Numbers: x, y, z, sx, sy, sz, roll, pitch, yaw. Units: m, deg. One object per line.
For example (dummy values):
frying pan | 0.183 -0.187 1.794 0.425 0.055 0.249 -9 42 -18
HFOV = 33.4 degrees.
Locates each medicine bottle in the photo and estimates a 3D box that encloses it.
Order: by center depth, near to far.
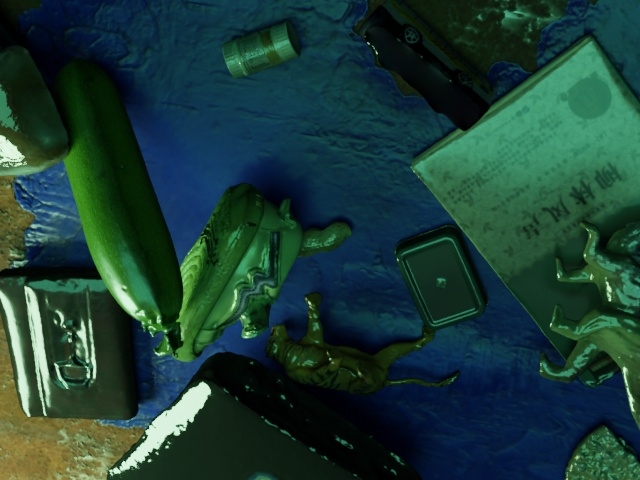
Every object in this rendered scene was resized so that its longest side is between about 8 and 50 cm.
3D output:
medicine bottle | -0.069 -0.226 1.267 0.083 0.047 0.047 -17 108 15

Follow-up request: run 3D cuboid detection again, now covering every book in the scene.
book | 0.325 -0.023 1.291 0.264 0.031 0.379 -36 102 21

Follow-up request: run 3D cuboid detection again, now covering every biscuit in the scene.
biscuit | 0.406 0.363 1.430 0.133 0.032 0.250 -37 102 21

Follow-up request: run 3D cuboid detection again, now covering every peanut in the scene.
peanut | 0.000 0.000 1.352 0.083 0.037 0.037 -17 108 9

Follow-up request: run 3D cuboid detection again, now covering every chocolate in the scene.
chocolate | -0.420 -0.138 1.279 0.254 0.080 0.157 1 122 40

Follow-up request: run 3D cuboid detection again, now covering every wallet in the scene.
wallet | -0.344 0.145 1.458 0.182 0.049 0.229 -1 113 6

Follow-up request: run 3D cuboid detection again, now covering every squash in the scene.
squash | -0.244 -0.041 1.293 0.101 0.101 0.378 -23 85 17

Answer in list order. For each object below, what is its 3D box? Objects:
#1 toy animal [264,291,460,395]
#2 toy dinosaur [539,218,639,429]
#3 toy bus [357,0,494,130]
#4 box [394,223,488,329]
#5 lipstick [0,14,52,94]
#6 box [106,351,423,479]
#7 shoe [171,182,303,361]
toy animal | 0.058 0.164 1.375 0.255 0.114 0.116 17 136 -10
toy dinosaur | 0.355 0.076 1.266 0.162 0.077 0.294 7 112 6
toy bus | 0.124 -0.205 1.228 0.172 0.072 0.057 41 128 -6
box | 0.152 0.049 1.347 0.091 0.031 0.126 -19 106 15
lipstick | -0.431 -0.277 1.288 0.081 0.081 0.299 -32 109 19
box | -0.078 0.333 1.433 0.359 0.091 0.350 35 129 -6
shoe | -0.113 0.053 1.333 0.128 0.140 0.262 23 118 -7
